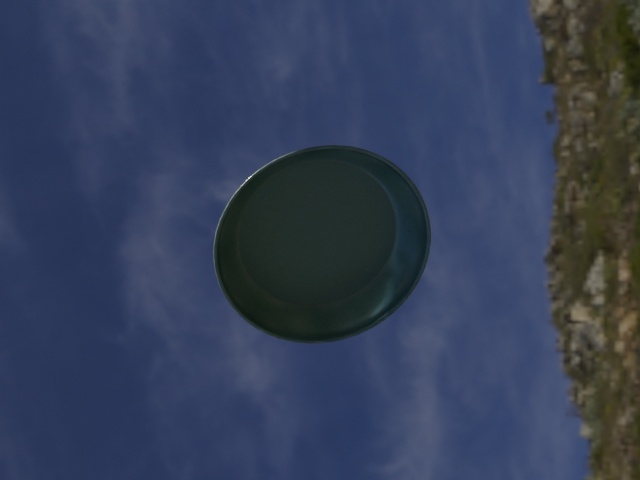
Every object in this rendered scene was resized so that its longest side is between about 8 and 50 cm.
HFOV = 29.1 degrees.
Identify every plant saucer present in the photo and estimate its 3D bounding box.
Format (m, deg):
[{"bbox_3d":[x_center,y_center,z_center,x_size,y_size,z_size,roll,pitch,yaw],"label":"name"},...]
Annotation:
[{"bbox_3d":[0.000,0.000,0.674,0.119,0.021,0.119,-5,-64,-10],"label":"plant saucer"}]
